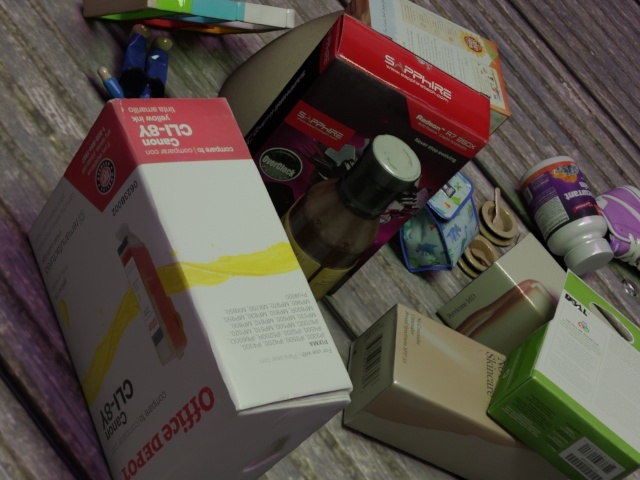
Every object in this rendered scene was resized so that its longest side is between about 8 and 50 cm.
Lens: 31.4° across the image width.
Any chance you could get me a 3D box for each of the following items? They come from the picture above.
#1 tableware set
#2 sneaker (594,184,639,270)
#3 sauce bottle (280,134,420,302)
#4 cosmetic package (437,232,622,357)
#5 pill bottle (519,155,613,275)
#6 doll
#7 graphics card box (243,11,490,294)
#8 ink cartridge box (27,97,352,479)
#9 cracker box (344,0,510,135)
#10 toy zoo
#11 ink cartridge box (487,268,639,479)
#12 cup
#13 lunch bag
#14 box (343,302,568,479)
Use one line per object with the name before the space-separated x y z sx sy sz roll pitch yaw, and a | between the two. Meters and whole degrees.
tableware set | 0.280 -0.006 1.879 0.128 0.039 0.194 41 41 -4
sneaker | 0.581 0.032 2.052 0.161 0.102 0.282 -20 60 -42
sauce bottle | 0.000 0.000 1.420 0.111 0.344 0.111 24 44 -25
cosmetic package | 0.339 0.158 1.707 0.296 0.153 0.129 49 40 8
pill bottle | 0.429 -0.041 1.974 0.108 0.108 0.193 1 57 -38
doll | -0.258 -0.218 1.620 0.129 0.046 0.189 26 50 -33
graphics card box | 0.021 -0.098 1.499 0.233 0.371 0.094 27 44 -20
ink cartridge box | -0.160 0.073 1.280 0.160 0.279 0.384 -5 60 -40
cracker box | 0.147 -0.249 1.594 0.232 0.067 0.155 21 45 -25
toy zoo | -0.175 -0.334 1.689 0.293 0.192 0.030 0 95 -39
ink cartridge box | 0.355 0.187 1.553 0.189 0.097 0.255 39 38 -5
cup | 0.044 -0.211 1.711 0.331 0.237 0.331 21 47 -24
lunch bag | 0.177 -0.046 1.747 0.129 0.096 0.151 -46 124 -51
box | 0.195 0.227 1.556 0.311 0.121 0.148 26 43 -20
